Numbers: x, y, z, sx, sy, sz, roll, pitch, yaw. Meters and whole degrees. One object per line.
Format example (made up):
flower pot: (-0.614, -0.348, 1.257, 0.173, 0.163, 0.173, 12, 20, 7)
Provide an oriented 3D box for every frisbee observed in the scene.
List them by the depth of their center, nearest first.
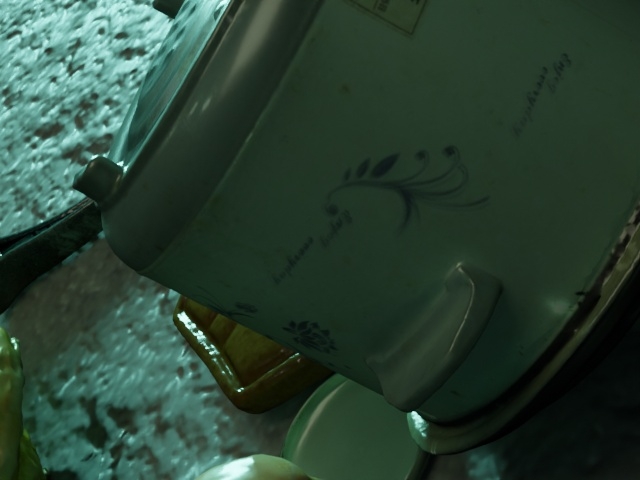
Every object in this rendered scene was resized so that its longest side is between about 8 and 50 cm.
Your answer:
frisbee: (0.020, 0.118, 0.904, 0.110, 0.014, 0.110, -27, 44, 29)

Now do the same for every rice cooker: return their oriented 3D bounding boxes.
rice cooker: (0.052, -0.046, 0.789, 0.264, 0.316, 0.317, -52, 31, 39)

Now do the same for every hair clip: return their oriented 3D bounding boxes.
hair clip: (-0.175, -0.023, 1.198, 0.229, 0.039, 0.070, -32, 43, 16)

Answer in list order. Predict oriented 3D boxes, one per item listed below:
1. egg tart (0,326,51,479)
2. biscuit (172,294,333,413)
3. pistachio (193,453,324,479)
egg tart: (-0.294, 0.206, 1.050, 0.345, 0.132, 0.345, -26, 45, 28)
biscuit: (-0.002, -0.001, 0.994, 0.215, 0.034, 0.182, -48, 35, 2)
pistachio: (-0.053, 0.219, 0.799, 0.229, 0.157, 0.157, -54, 38, 5)
